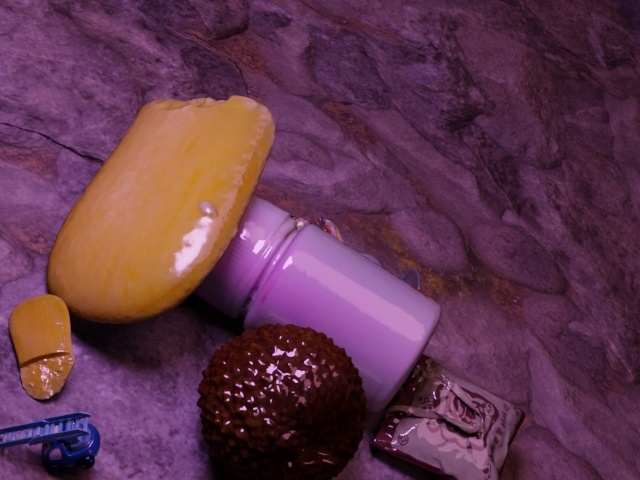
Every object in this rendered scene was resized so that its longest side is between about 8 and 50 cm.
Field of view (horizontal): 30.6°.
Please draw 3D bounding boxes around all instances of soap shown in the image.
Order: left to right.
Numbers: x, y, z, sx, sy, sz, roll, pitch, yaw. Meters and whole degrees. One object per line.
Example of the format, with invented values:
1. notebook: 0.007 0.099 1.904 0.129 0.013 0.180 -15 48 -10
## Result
1. soap: -0.399 0.148 1.692 0.089 0.033 0.168 -20 55 -6
2. soap: -0.253 -0.046 1.828 0.306 0.115 0.427 11 57 27

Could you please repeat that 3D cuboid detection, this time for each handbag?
1. handbag: 0.221 0.318 1.961 0.235 0.127 0.213 27 53 1

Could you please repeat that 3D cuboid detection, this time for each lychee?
1. lychee: -0.064 0.238 1.720 0.267 0.267 0.267 22 38 -19

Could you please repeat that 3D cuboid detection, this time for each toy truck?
1. toy truck: -0.368 0.275 1.583 0.136 0.074 0.063 -13 44 4

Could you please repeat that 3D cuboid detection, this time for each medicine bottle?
1. medicine bottle: -0.014 0.098 1.928 0.388 0.219 0.219 31 36 1

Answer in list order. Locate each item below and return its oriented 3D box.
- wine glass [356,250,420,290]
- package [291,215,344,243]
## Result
1. wine glass: 0.058 0.068 2.124 0.231 0.103 0.103 16 40 -20
2. package: -0.001 -0.002 2.210 0.108 0.031 0.121 4 47 -36
